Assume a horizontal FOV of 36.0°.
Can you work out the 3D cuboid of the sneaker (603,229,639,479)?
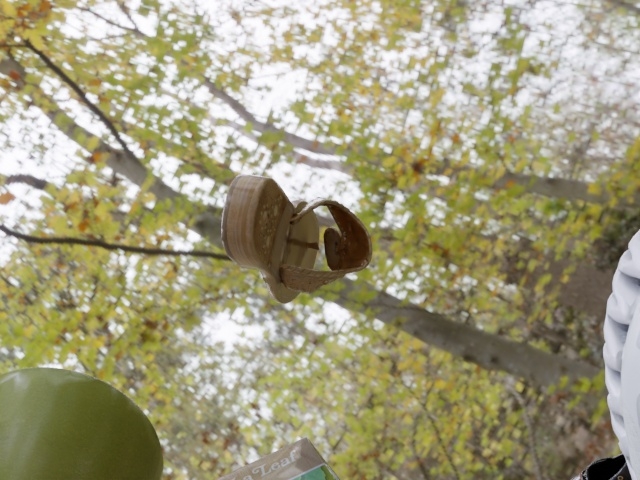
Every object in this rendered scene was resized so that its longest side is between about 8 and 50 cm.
[{"bbox_3d":[0.154,0.018,0.304,0.118,0.110,0.292,-76,-14,-56],"label":"sneaker"}]

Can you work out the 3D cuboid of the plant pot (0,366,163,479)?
[{"bbox_3d":[-0.334,0.341,1.124,0.275,0.293,0.274,0,-63,-1],"label":"plant pot"}]

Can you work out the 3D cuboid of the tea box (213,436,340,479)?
[{"bbox_3d":[-0.008,0.380,0.662,0.220,0.323,0.329,-22,-57,-16],"label":"tea box"}]

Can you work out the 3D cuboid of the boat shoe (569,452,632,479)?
[{"bbox_3d":[0.268,0.225,0.930,0.042,0.133,0.049,42,-115,0],"label":"boat shoe"}]

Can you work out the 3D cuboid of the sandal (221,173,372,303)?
[{"bbox_3d":[-0.001,0.006,0.755,0.240,0.079,0.088,37,-117,-74],"label":"sandal"}]
